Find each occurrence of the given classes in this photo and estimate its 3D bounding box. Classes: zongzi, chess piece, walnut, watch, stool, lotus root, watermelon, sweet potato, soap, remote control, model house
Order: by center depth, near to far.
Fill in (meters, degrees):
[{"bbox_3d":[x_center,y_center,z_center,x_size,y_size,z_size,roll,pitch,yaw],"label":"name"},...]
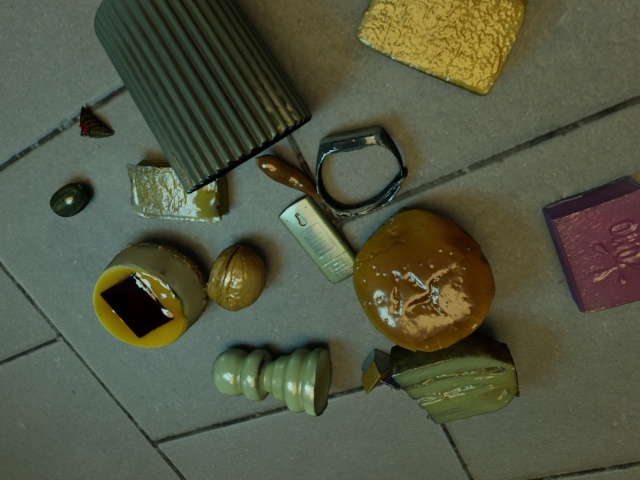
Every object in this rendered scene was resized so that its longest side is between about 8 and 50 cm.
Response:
[{"bbox_3d":[-0.222,-0.305,0.803,0.297,0.297,0.330,-27,103,20],"label":"stool"},{"bbox_3d":[0.618,0.016,0.905,0.181,0.081,0.260,-21,109,19],"label":"soap"},{"bbox_3d":[0.090,-0.149,0.933,0.206,0.068,0.193,-7,116,17],"label":"watch"},{"bbox_3d":[-0.064,-0.145,0.968,0.194,0.056,0.056,27,117,-15],"label":"sweet potato"},{"bbox_3d":[-0.559,-0.269,1.009,0.083,0.067,0.073,50,126,6],"label":"zongzi"},{"bbox_3d":[-0.346,-0.119,1.019,0.233,0.076,0.135,6,114,8],"label":"soap"},{"bbox_3d":[0.000,0.000,1.032,0.098,0.038,0.234,-34,104,22],"label":"remote control"},{"bbox_3d":[0.342,0.310,1.038,0.260,0.149,0.267,-27,124,22],"label":"lotus root"},{"bbox_3d":[-0.209,0.093,1.058,0.144,0.144,0.180,16,112,2],"label":"walnut"},{"bbox_3d":[-0.643,-0.105,1.076,0.110,0.078,0.078,-29,107,19],"label":"watermelon"},{"bbox_3d":[0.169,0.373,1.140,0.100,0.100,0.088,26,116,-3],"label":"model house"},{"bbox_3d":[-0.147,0.382,1.177,0.330,0.182,0.183,1,115,16],"label":"chess piece"}]

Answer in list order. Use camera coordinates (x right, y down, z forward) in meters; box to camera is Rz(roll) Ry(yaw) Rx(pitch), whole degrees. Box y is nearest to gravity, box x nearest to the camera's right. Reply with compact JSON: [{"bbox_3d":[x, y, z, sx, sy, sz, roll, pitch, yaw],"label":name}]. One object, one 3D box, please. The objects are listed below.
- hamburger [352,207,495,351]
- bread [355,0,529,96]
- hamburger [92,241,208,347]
[{"bbox_3d":[0.223,0.086,0.934,0.289,0.170,0.314,-40,74,15],"label":"hamburger"},{"bbox_3d":[0.218,-0.402,0.769,0.274,0.114,0.185,21,113,-1],"label":"bread"},{"bbox_3d":[-0.442,0.139,1.100,0.294,0.179,0.276,-31,109,18],"label":"hamburger"}]
